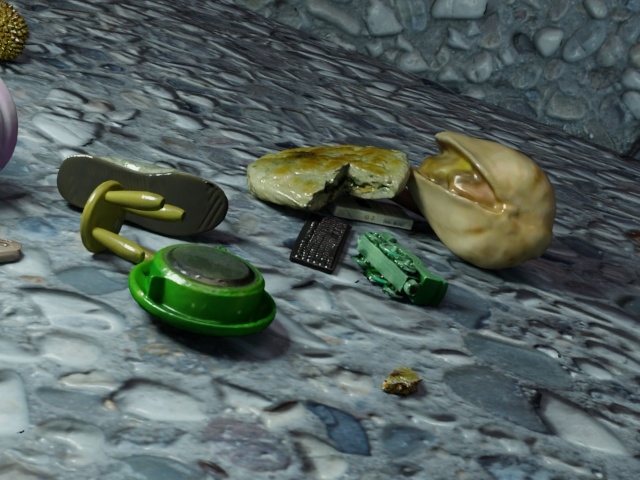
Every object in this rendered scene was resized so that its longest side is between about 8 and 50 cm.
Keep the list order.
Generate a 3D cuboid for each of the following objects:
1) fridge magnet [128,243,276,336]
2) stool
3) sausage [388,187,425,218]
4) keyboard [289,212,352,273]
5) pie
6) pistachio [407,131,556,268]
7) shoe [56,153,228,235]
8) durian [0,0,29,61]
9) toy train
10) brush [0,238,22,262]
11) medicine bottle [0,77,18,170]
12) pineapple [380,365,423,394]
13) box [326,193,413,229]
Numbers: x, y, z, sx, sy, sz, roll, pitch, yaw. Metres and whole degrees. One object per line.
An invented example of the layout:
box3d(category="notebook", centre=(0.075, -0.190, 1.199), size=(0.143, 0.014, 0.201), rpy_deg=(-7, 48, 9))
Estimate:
box3d(category="fridge magnet", centre=(-0.159, 0.068, 1.491), size=(0.208, 0.088, 0.208), rpy_deg=(16, 20, -6))
box3d(category="stool", centre=(-0.275, -0.020, 1.583), size=(0.110, 0.134, 0.135), rpy_deg=(16, 37, 17))
box3d(category="sausage", centre=(0.190, -0.077, 2.187), size=(0.186, 0.043, 0.043), rpy_deg=(26, 18, -12))
box3d(category="keyboard", centre=(0.000, 0.000, 1.910), size=(0.087, 0.017, 0.250), rpy_deg=(20, 21, 3))
box3d(category="pie", centre=(0.008, -0.130, 2.091), size=(0.337, 0.075, 0.337), rpy_deg=(-1, 19, 0))
box3d(category="pistachio", centre=(0.305, -0.078, 2.062), size=(0.321, 0.229, 0.238), rpy_deg=(40, -5, 32))
box3d(category="shoe", centre=(-0.285, -0.080, 1.770), size=(0.274, 0.103, 0.098), rpy_deg=(17, 8, -5))
box3d(category="durian", centre=(-0.714, -0.459, 2.370), size=(0.158, 0.137, 0.168), rpy_deg=(6, 1, 35))
box3d(category="toy train", centre=(0.129, 0.043, 1.829), size=(0.104, 0.071, 0.178), rpy_deg=(13, 20, -35))
box3d(category="brush", centre=(-0.502, 0.012, 1.400), size=(0.072, 0.067, 0.312), rpy_deg=(27, 20, 27))
box3d(category="medicine bottle", centre=(-0.595, -0.148, 1.524), size=(0.212, 0.212, 0.325), rpy_deg=(21, 19, 11))
box3d(category="pineapple", centre=(0.115, 0.193, 1.493), size=(0.045, 0.019, 0.083), rpy_deg=(21, 17, 19))
box3d(category="box", centre=(0.091, -0.060, 2.131), size=(0.166, 0.024, 0.090), rpy_deg=(10, 20, -20))
